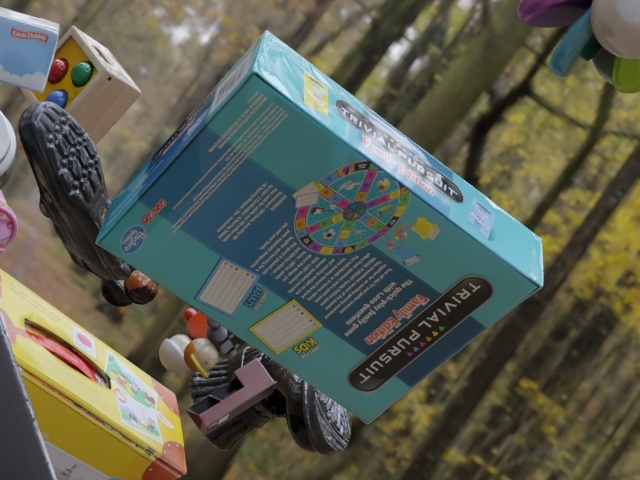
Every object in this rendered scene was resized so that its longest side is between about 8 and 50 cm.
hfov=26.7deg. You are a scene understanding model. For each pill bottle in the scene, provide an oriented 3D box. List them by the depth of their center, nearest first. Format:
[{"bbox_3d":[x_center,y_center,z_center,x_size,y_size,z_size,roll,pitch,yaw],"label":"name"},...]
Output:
[{"bbox_3d":[-0.326,-0.085,1.264,0.078,0.078,0.137,37,-15,-7],"label":"pill bottle"}]

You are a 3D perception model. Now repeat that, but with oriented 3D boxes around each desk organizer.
[{"bbox_3d":[-0.135,0.235,2.022,0.050,0.130,0.047,52,-25,16],"label":"desk organizer"}]

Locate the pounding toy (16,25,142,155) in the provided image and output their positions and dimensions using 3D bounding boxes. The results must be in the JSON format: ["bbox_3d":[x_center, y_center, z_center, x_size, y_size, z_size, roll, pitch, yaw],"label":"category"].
[{"bbox_3d":[-0.401,-0.214,2.020,0.094,0.206,0.181,32,15,-51],"label":"pounding toy"}]

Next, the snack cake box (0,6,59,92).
[{"bbox_3d":[-0.490,-0.282,1.812,0.264,0.089,0.152,15,11,-13],"label":"snack cake box"}]

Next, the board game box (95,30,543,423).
[{"bbox_3d":[0.000,0.000,1.272,0.336,0.254,0.079,35,34,-18],"label":"board game box"}]

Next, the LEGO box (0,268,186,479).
[{"bbox_3d":[-0.511,0.273,2.029,0.500,0.372,0.193,43,18,-36],"label":"LEGO box"}]

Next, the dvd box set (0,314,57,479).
[{"bbox_3d":[-0.380,0.154,1.224,0.420,0.062,0.307,-5,-74,51],"label":"dvd box set"}]

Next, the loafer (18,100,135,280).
[{"bbox_3d":[-0.255,-0.045,1.361,0.078,0.076,0.223,3,-44,27],"label":"loafer"}]

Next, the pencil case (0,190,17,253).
[{"bbox_3d":[-0.496,-0.083,1.767,0.284,0.124,0.124,49,4,40],"label":"pencil case"}]

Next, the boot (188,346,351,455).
[{"bbox_3d":[-0.091,0.285,2.282,0.131,0.260,0.348,57,11,-25],"label":"boot"}]

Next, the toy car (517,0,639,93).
[{"bbox_3d":[0.235,-0.213,1.141,0.136,0.181,0.159,-1,-6,11],"label":"toy car"}]

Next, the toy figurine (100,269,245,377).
[{"bbox_3d":[-0.201,0.090,1.935,0.213,0.148,0.209,53,-14,-12],"label":"toy figurine"}]
